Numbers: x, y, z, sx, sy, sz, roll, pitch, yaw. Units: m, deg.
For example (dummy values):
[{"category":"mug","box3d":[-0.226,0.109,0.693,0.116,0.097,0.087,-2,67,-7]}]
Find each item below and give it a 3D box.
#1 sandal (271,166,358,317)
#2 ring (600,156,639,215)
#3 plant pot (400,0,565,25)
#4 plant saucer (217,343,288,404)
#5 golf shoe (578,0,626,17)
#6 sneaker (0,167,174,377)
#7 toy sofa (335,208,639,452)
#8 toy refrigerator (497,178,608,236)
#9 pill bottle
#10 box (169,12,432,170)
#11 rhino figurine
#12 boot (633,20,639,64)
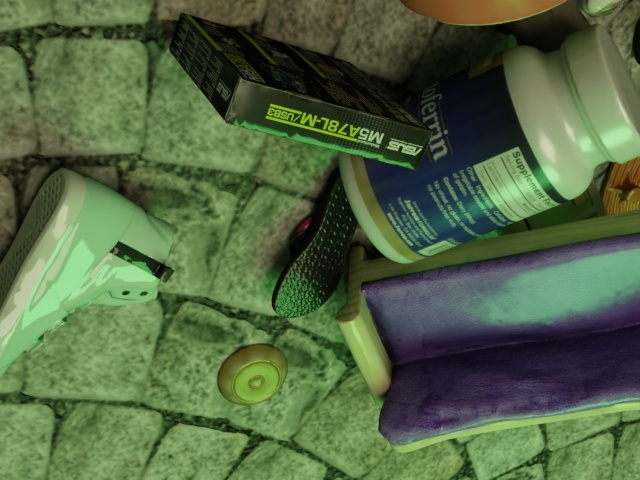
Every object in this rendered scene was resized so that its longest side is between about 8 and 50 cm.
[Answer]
[{"category":"sandal","box3d":[0.000,0.000,1.081,0.067,0.040,0.179,25,92,-38]},{"category":"ring","box3d":[0.490,-0.065,1.252,0.337,0.032,0.336,-10,121,-17]},{"category":"plant pot","box3d":[0.128,-0.327,0.820,0.275,0.275,0.243,-27,134,-7]},{"category":"plant saucer","box3d":[-0.074,0.155,1.147,0.083,0.015,0.083,-10,122,-17]},{"category":"golf shoe","box3d":[0.293,-0.314,1.006,0.086,0.067,0.186,20,99,-25]},{"category":"sneaker","box3d":[-0.241,0.068,0.978,0.151,0.094,0.256,25,107,-35]},{"category":"toy sofa","box3d":[0.209,0.082,1.042,0.363,0.177,0.150,-11,130,16]},{"category":"toy refrigerator","box3d":[0.265,-0.008,1.150,0.102,0.094,0.269,-34,125,-2]},{"category":"pill bottle","box3d":[0.163,-0.090,0.964,0.265,0.153,0.153,-23,130,25]},{"category":"box","box3d":[-0.022,-0.132,0.896,0.184,0.190,0.045,9,113,-28]},{"category":"rhino figurine","box3d":[0.224,-0.209,1.008,0.073,0.106,0.243,-40,125,3]},{"category":"boot","box3d":[0.402,-0.241,1.113,0.114,0.037,0.106,-4,122,-26]}]
